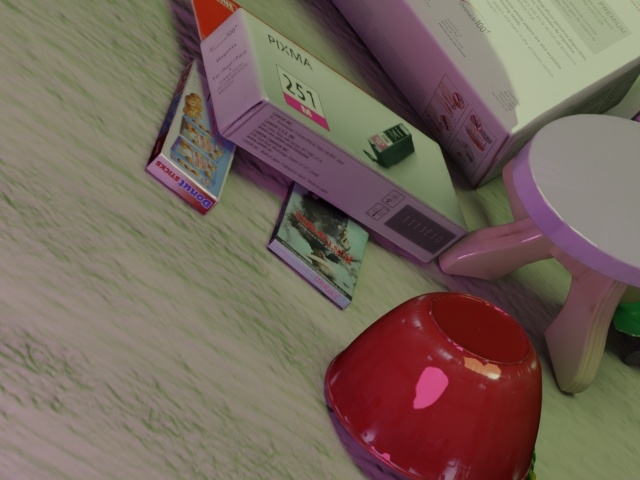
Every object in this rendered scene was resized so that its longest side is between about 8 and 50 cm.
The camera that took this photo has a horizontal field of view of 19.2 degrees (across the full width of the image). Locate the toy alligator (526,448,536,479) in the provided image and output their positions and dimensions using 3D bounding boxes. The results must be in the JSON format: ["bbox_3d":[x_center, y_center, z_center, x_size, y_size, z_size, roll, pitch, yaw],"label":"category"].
[{"bbox_3d":[0.159,0.177,1.575,0.056,0.051,0.189,43,28,-8],"label":"toy alligator"}]

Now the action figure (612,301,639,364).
[{"bbox_3d":[0.336,0.041,1.987,0.137,0.063,0.232,29,36,-27],"label":"action figure"}]

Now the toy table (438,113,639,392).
[{"bbox_3d":[0.258,0.000,1.786,0.274,0.161,0.252,20,49,-26],"label":"toy table"}]

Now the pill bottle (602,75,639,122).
[{"bbox_3d":[0.410,-0.110,2.178,0.278,0.162,0.162,48,28,7],"label":"pill bottle"}]

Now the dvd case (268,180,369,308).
[{"bbox_3d":[0.000,0.000,1.628,0.087,0.013,0.119,40,29,-12],"label":"dvd case"}]

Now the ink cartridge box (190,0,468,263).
[{"bbox_3d":[0.004,-0.129,1.727,0.275,0.060,0.239,31,31,-38],"label":"ink cartridge box"}]

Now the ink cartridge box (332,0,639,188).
[{"bbox_3d":[0.188,-0.256,1.960,0.272,0.130,0.309,-30,76,-23],"label":"ink cartridge box"}]

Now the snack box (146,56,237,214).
[{"bbox_3d":[-0.101,-0.091,1.598,0.064,0.022,0.178,40,28,-16],"label":"snack box"}]

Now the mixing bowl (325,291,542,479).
[{"bbox_3d":[0.106,0.105,1.495,0.181,0.098,0.181,20,29,-12],"label":"mixing bowl"}]
